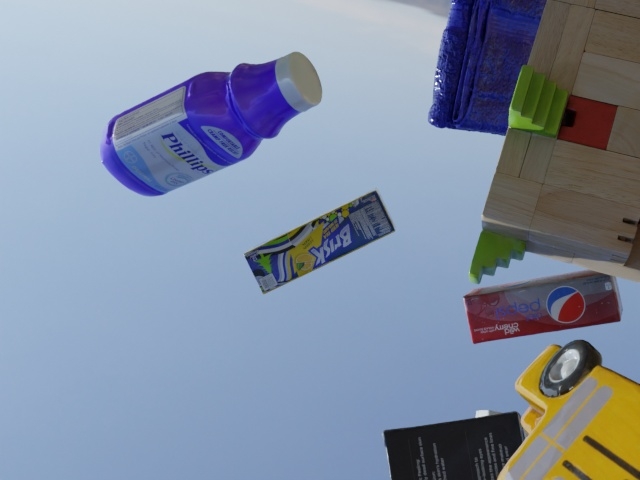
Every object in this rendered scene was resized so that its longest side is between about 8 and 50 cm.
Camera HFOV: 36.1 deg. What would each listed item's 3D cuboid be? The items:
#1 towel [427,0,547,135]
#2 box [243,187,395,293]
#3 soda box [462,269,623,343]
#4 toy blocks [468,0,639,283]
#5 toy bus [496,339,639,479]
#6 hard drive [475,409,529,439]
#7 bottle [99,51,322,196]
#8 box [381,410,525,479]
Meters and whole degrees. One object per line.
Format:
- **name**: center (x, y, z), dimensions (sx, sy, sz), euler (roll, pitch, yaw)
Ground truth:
- **towel**: center (0.293, -0.317, 1.564), dimensions (0.227, 0.308, 0.076), euler (1, -163, -35)
- **box**: center (0.000, 0.000, 1.125), dimensions (0.168, 0.054, 0.059), euler (-25, -177, 7)
- **soda box**: center (0.393, 0.114, 1.739), dimensions (0.263, 0.092, 0.083), euler (-11, -175, 21)
- **toy blocks**: center (0.328, -0.111, 0.991), dimensions (0.260, 0.382, 0.191), euler (16, 169, 13)
- **toy bus**: center (0.208, 0.165, 0.587), dimensions (0.108, 0.130, 0.332), euler (40, 177, -14)
- **hard drive**: center (0.285, 0.422, 1.294), dimensions (0.233, 0.353, 0.047), euler (16, 165, -21)
- **bottle**: center (-0.130, -0.141, 1.175), dimensions (0.282, 0.092, 0.118), euler (-19, 141, 29)
- **box**: center (0.163, 0.284, 1.119), dimensions (0.158, 0.156, 0.093), euler (-10, 167, 10)
